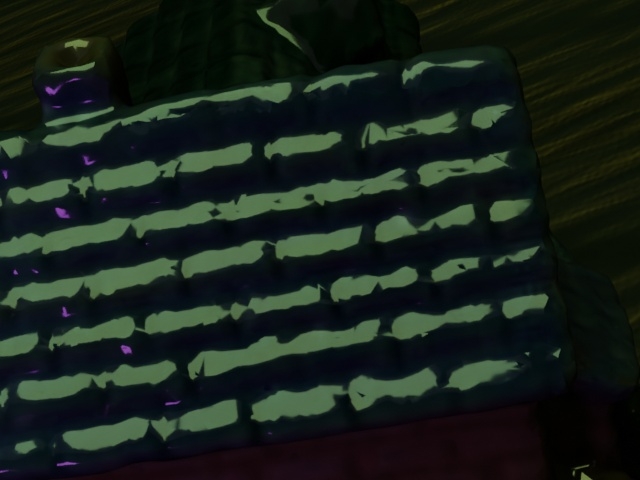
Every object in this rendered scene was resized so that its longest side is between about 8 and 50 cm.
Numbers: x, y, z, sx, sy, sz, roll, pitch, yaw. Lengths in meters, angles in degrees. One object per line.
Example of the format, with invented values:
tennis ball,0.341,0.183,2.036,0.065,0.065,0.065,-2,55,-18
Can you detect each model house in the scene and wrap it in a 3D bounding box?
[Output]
model house,0.000,0.000,0.984,0.395,0.400,0.445,-11,32,8
